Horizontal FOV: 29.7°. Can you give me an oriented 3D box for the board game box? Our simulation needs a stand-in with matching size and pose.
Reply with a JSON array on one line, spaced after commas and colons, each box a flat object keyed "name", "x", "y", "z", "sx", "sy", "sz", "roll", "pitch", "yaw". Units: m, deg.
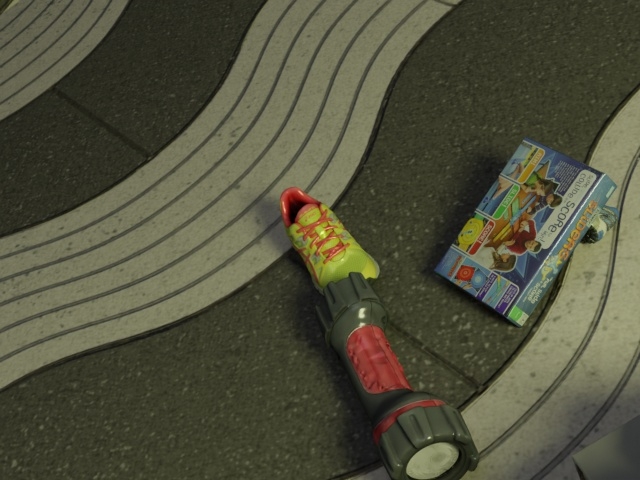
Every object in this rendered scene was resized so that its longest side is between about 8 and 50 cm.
[{"name": "board game box", "x": 0.241, "y": -0.013, "z": 1.431, "sx": 0.201, "sy": 0.035, "sz": 0.136, "roll": -55, "pitch": 42, "yaw": 0}]

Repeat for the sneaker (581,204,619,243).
[{"name": "sneaker", "x": 0.309, "y": -0.044, "z": 1.471, "sx": 0.058, "sy": 0.052, "sz": 0.135, "roll": -30, "pitch": 43, "yaw": -19}]

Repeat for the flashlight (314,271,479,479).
[{"name": "flashlight", "x": 0.076, "y": 0.150, "z": 1.354, "sx": 0.103, "sy": 0.103, "sz": 0.304, "roll": -29, "pitch": 40, "yaw": 2}]

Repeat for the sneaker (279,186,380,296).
[{"name": "sneaker", "x": 0.000, "y": 0.000, "z": 1.564, "sx": 0.081, "sy": 0.094, "sz": 0.208, "roll": -36, "pitch": 41, "yaw": -10}]

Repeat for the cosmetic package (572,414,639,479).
[{"name": "cosmetic package", "x": 0.364, "y": 0.203, "z": 1.110, "sx": 0.238, "sy": 0.127, "sz": 0.107, "roll": -34, "pitch": 40, "yaw": -3}]
